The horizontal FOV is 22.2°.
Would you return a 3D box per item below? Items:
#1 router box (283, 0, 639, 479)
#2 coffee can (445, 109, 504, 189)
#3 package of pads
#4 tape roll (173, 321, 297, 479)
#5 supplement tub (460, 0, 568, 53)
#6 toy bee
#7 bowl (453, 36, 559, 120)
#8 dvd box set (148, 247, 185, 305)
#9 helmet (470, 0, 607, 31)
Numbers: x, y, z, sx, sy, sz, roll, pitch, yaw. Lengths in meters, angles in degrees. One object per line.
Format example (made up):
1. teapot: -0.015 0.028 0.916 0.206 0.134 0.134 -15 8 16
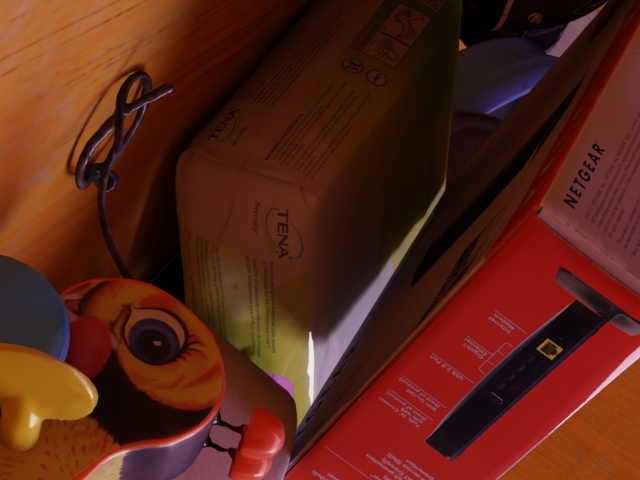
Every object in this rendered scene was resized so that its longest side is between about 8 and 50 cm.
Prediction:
1. router box: 0.120 -0.001 0.902 0.301 0.082 0.335 -51 -177 44
2. coffee can: 0.098 0.059 1.348 0.275 0.201 0.201 -53 177 32
3. package of pads: 0.000 0.000 1.069 0.229 0.101 0.296 -54 155 -40
4. tape roll: -0.164 0.213 0.916 0.392 0.072 0.392 -47 -169 12
5. supplement tub: 0.193 -0.250 1.524 0.117 0.117 0.190 -54 175 -19
6. toy bee: -0.104 0.069 0.684 0.298 0.162 0.195 -54 172 -11
7. bowl: 0.092 -0.038 1.554 0.391 0.077 0.391 -35 160 -15
8. dvd box set: -0.117 0.117 1.320 0.307 0.062 0.420 -51 173 -43
9. helmet: 0.119 -0.207 0.938 0.169 0.161 0.169 -55 174 -9
